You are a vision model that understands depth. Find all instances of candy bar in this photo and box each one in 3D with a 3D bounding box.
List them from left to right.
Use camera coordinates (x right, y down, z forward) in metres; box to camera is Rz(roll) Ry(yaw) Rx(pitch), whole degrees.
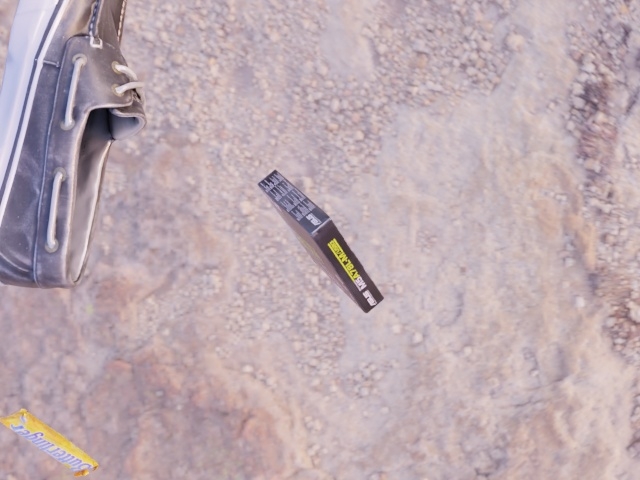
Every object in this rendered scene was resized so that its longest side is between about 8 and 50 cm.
[{"bbox_3d":[-0.342,0.256,1.238,0.040,0.161,0.018,-25,42,14],"label":"candy bar"}]

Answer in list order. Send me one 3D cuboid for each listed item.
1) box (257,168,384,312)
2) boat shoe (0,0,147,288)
[{"bbox_3d":[0.000,0.000,1.465,0.045,0.184,0.190,-41,39,-4],"label":"box"},{"bbox_3d":[-0.204,-0.114,0.838,0.119,0.121,0.335,13,81,5],"label":"boat shoe"}]
